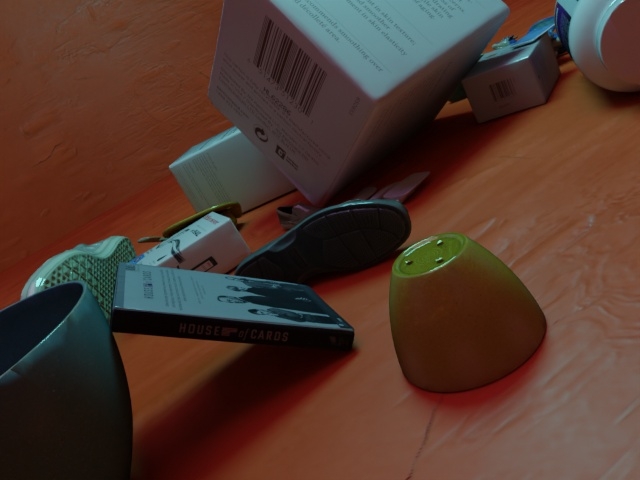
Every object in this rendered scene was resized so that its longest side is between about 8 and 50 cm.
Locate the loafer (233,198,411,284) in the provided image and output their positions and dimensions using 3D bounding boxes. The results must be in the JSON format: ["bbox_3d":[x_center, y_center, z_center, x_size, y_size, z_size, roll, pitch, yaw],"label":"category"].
[{"bbox_3d":[0.000,0.000,0.819,0.268,0.096,0.084,-23,19,23],"label":"loafer"}]

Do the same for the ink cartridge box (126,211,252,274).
[{"bbox_3d":[-0.244,0.037,1.084,0.203,0.086,0.148,-34,19,-15],"label":"ink cartridge box"}]

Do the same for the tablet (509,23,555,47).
[{"bbox_3d":[0.394,-0.379,1.107,0.083,0.006,0.054,-37,21,-29],"label":"tablet"}]

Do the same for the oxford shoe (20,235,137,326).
[{"bbox_3d":[-0.452,0.090,1.103,0.130,0.169,0.449,-11,12,-1],"label":"oxford shoe"}]

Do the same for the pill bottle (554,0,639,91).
[{"bbox_3d":[0.462,-0.332,0.900,0.182,0.181,0.323,-20,21,24],"label":"pill bottle"}]

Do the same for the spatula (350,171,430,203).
[{"bbox_3d":[0.057,-0.038,0.958,0.168,0.019,0.242,-4,30,50],"label":"spatula"}]

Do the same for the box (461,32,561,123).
[{"bbox_3d":[0.361,-0.307,1.118,0.130,0.091,0.170,-13,24,39],"label":"box"}]

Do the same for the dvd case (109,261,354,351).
[{"bbox_3d":[-0.103,0.070,0.657,0.239,0.029,0.179,8,9,-18],"label":"dvd case"}]

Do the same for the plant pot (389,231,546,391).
[{"bbox_3d":[0.113,0.050,0.520,0.134,0.095,0.134,-25,18,9],"label":"plant pot"}]

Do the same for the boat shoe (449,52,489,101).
[{"bbox_3d":[0.337,-0.367,1.344,0.135,0.050,0.045,-41,4,36],"label":"boat shoe"}]

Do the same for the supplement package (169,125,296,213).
[{"bbox_3d":[-0.170,-0.184,1.421,0.293,0.177,0.175,-22,19,17],"label":"supplement package"}]

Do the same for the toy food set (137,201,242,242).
[{"bbox_3d":[-0.263,-0.010,1.287,0.218,0.071,0.128,-24,-5,8],"label":"toy food set"}]

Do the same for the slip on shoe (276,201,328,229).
[{"bbox_3d":[-0.033,-0.048,1.075,0.051,0.041,0.135,-39,20,-28],"label":"slip on shoe"}]

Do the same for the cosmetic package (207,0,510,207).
[{"bbox_3d":[0.058,-0.343,1.109,0.394,0.329,0.327,-39,-10,-30],"label":"cosmetic package"}]

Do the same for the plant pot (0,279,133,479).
[{"bbox_3d":[-0.290,0.199,0.543,0.290,0.195,0.290,-25,18,9],"label":"plant pot"}]

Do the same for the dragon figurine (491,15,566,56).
[{"bbox_3d":[0.468,-0.415,1.260,0.289,0.085,0.144,-9,27,49],"label":"dragon figurine"}]
